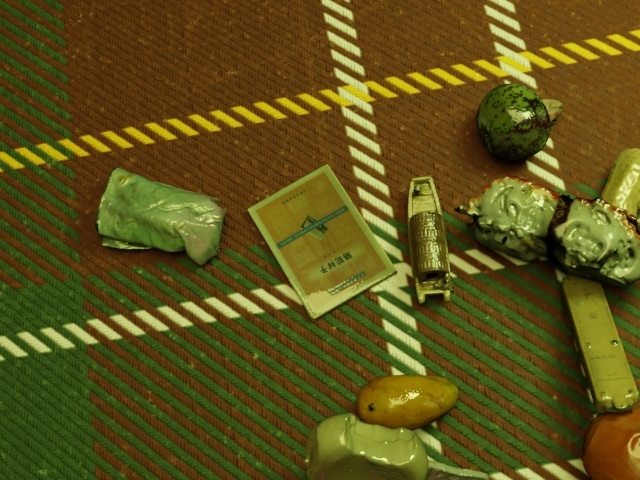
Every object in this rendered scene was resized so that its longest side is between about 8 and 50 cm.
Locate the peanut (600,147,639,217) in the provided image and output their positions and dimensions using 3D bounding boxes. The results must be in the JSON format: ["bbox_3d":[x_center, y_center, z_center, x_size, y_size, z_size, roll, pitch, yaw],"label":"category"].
[{"bbox_3d":[0.516,-0.075,1.628,0.080,0.080,0.174,20,76,13],"label":"peanut"}]

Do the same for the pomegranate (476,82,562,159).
[{"bbox_3d":[0.347,-0.204,1.685,0.125,0.163,0.138,-56,50,25],"label":"pomegranate"}]

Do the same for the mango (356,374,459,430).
[{"bbox_3d":[0.138,0.255,1.518,0.165,0.115,0.089,-4,89,1],"label":"mango"}]

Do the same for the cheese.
[{"bbox_3d":[0.119,0.345,1.475,0.286,0.163,0.082,10,41,-6],"label":"cheese"}]

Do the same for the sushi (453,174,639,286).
[{"bbox_3d":[0.387,-0.014,1.566,0.332,0.124,0.130,22,77,27],"label":"sushi"}]

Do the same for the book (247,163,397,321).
[{"bbox_3d":[0.000,0.000,1.683,0.170,0.018,0.241,-30,69,-6],"label":"book"}]

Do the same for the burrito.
[{"bbox_3d":[-0.278,-0.044,1.695,0.229,0.089,0.144,11,73,12],"label":"burrito"}]

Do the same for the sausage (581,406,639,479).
[{"bbox_3d":[0.523,0.334,1.423,0.268,0.153,0.141,12,108,12],"label":"sausage"}]

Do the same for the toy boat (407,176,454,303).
[{"bbox_3d":[0.182,-0.004,1.628,0.068,0.088,0.226,-5,69,5],"label":"toy boat"}]

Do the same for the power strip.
[{"bbox_3d":[0.431,0.151,1.510,0.064,0.044,0.305,-7,43,4],"label":"power strip"}]
